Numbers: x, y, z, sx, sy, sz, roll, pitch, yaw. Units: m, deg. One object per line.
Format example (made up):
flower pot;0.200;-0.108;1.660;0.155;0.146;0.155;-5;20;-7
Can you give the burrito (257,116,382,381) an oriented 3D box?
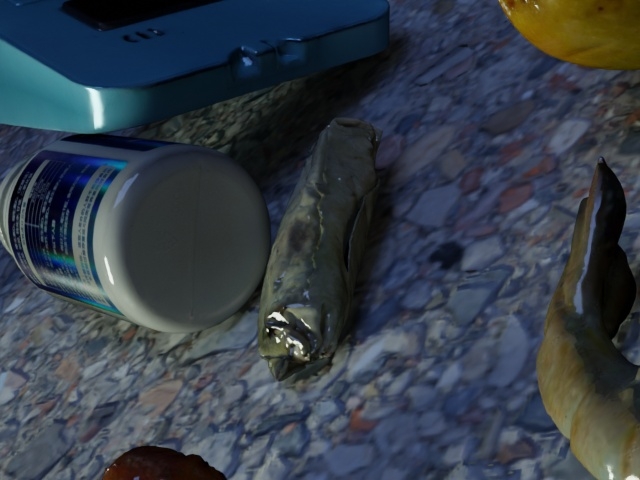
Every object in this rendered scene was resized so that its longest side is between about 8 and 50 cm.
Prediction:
burrito;0.002;0.001;0.785;0.058;0.045;0.188;-47;18;43

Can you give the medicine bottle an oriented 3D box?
medicine bottle;-0.121;-0.009;0.870;0.107;0.107;0.191;-48;29;-20

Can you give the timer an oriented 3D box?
timer;-0.102;-0.126;0.990;0.232;0.091;0.250;-19;28;-29

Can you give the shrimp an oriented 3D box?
shrimp;0.149;0.012;0.592;0.145;0.059;0.254;-36;31;22

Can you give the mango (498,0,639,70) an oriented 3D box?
mango;0.204;-0.157;0.710;0.253;0.138;0.113;-20;73;-1

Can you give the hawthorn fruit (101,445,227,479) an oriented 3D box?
hawthorn fruit;-0.070;0.130;0.647;0.077;0.077;0.077;-28;29;17
